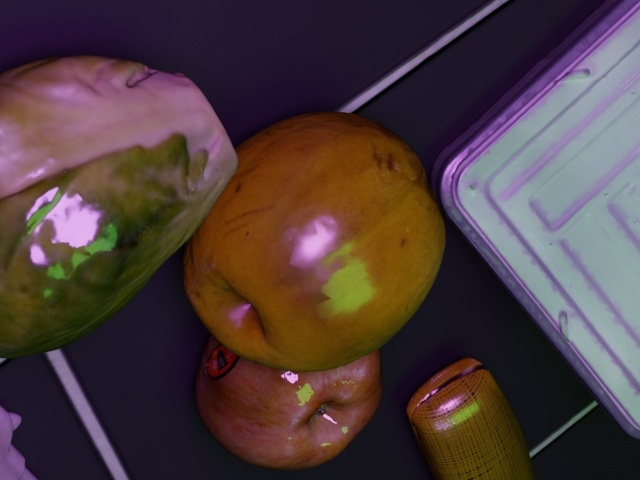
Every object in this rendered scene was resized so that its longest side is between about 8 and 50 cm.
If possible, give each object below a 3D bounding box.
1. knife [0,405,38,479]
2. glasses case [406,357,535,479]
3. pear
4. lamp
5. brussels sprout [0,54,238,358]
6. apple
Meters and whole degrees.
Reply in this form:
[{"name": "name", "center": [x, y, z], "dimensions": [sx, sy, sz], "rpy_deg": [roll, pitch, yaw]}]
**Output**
[{"name": "knife", "center": [-0.176, 0.220, 1.282], "dimensions": [0.132, 0.038, 0.399], "rpy_deg": [-43, 143, -10]}, {"name": "glasses case", "center": [0.123, 0.171, 1.516], "dimensions": [0.079, 0.064, 0.234], "rpy_deg": [-33, 143, -7]}, {"name": "pear", "center": [0.000, 0.000, 1.163], "dimensions": [0.162, 0.149, 0.149], "rpy_deg": [-39, 144, -25]}, {"name": "lamp", "center": [0.243, -0.034, 1.354], "dimensions": [0.266, 0.047, 0.269], "rpy_deg": [-42, 111, -4]}, {"name": "brussels sprout", "center": [-0.136, -0.020, 1.019], "dimensions": [0.183, 0.131, 0.145], "rpy_deg": [-48, 149, 9]}, {"name": "apple", "center": [-0.018, 0.092, 1.266], "dimensions": [0.126, 0.102, 0.126], "rpy_deg": [-27, 140, -25]}]
